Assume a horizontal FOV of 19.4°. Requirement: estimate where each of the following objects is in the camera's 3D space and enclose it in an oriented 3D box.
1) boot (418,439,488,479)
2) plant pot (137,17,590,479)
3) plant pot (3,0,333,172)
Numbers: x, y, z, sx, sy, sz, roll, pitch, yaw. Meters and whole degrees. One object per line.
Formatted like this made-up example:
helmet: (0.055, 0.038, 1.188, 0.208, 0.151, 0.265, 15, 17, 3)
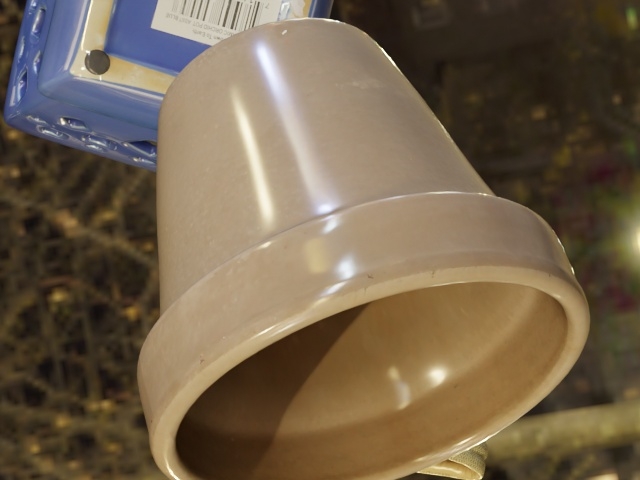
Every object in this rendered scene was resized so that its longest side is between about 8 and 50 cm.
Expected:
boot: (0.030, 0.072, 1.509, 0.095, 0.262, 0.203, 132, 154, -71)
plant pot: (0.000, 0.000, 1.126, 0.263, 0.263, 0.229, 56, -168, -59)
plant pot: (-0.108, -0.177, 1.478, 0.212, 0.236, 0.236, 175, 110, -77)
